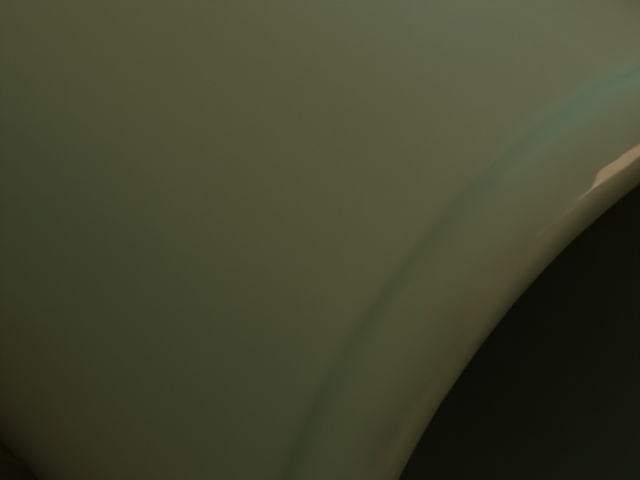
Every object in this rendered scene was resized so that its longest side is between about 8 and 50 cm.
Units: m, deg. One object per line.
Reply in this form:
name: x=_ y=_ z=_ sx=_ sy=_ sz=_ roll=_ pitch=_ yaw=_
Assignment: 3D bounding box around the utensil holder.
utensil holder: x=0.000 y=0.000 z=0.813 sx=0.328 sy=0.327 sz=0.385 roll=-1 pitch=28 yaw=-47
